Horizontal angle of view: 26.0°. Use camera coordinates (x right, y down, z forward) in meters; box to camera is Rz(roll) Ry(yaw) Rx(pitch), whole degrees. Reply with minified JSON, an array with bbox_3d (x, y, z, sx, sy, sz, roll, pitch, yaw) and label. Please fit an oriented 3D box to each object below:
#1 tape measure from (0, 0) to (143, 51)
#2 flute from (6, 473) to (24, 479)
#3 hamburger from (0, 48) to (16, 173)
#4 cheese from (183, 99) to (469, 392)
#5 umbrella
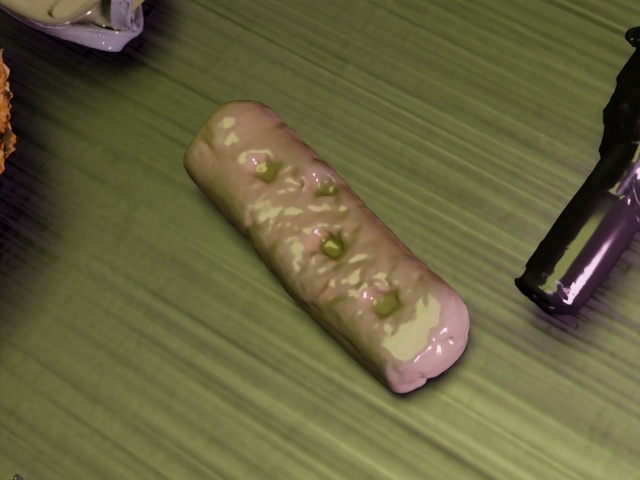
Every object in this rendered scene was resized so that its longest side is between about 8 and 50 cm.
[{"bbox_3d":[-0.178,-0.201,0.803,0.106,0.175,0.200,-35,68,18],"label":"tape measure"},{"bbox_3d":[-0.176,0.247,0.679,0.014,0.014,0.269,2,66,13],"label":"flute"},{"bbox_3d":[-0.314,-0.060,0.750,0.294,0.179,0.276,-22,50,-8],"label":"hamburger"},{"bbox_3d":[0.000,0.000,0.740,0.065,0.043,0.194,-43,67,-4],"label":"cheese"},{"bbox_3d":[0.209,-0.102,0.710,0.118,0.118,0.340,34,78,23],"label":"umbrella"}]
